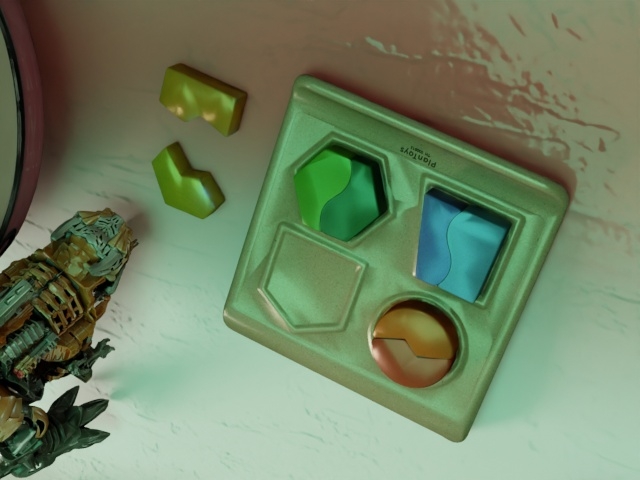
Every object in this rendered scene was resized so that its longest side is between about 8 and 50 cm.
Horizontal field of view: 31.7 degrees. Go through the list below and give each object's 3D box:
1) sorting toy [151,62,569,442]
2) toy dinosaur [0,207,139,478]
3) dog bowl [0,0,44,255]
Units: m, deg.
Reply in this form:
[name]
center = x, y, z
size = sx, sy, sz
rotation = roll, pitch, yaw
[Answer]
[sorting toy]
center = 0.000, 0.000, 0.826
size = 0.307, 0.041, 0.229
rotation = 25, 118, 14
[toy dinosaur]
center = -0.272, 0.106, 0.884
size = 0.322, 0.218, 0.164
rotation = -27, 79, -10
[dog bowl]
center = -0.389, -0.106, 0.876
size = 0.408, 0.150, 0.407
rotation = 8, 106, 28
